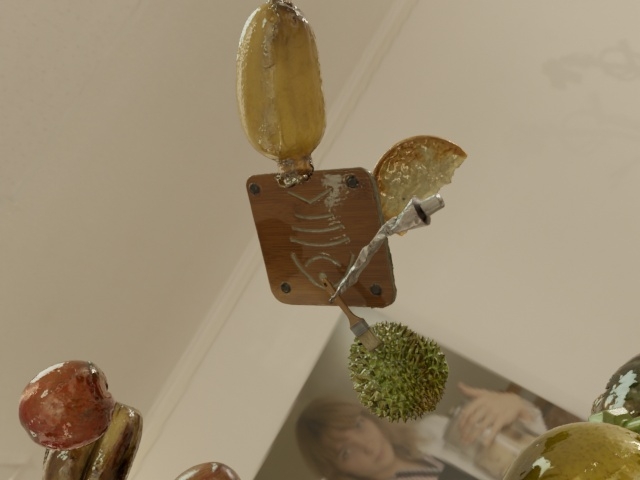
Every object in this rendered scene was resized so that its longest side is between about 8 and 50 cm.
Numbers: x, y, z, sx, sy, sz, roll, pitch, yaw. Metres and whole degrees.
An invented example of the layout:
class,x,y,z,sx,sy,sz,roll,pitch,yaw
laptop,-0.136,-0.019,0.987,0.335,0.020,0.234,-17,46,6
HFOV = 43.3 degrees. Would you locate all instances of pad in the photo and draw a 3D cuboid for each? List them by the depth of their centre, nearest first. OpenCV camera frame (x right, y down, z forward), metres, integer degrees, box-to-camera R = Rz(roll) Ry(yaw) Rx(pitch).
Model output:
class,x,y,z,sx,sy,sz,roll,pitch,yaw
pad,0.000,0.000,1.566,0.018,0.287,0.284,-39,-58,-53

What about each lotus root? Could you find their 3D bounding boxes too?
class,x,y,z,sx,sy,sz,roll,pitch,yaw
lotus root,-0.064,-0.240,1.294,0.146,0.131,0.303,-11,-76,-24
lotus root,-0.504,0.472,1.751,0.193,0.193,0.290,82,-158,-62

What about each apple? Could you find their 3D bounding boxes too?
class,x,y,z,sx,sy,sz,roll,pitch,yaw
apple,-0.262,0.627,1.877,0.188,0.211,0.211,-24,-32,-19

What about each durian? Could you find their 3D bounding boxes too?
class,x,y,z,sx,sy,sz,roll,pitch,yaw
durian,0.150,0.264,1.654,0.237,0.177,0.200,-137,56,-73

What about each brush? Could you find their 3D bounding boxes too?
class,x,y,z,sx,sy,sz,roll,pitch,yaw
brush,0.055,0.140,1.544,0.014,0.170,0.043,-32,-8,-47

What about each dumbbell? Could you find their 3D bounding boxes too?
class,x,y,z,sx,sy,sz,roll,pitch,yaw
dumbbell,0.663,0.361,1.588,0.121,0.108,0.302,-2,-24,-31

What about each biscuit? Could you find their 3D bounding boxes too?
class,x,y,z,sx,sy,sz,roll,pitch,yaw
biscuit,0.252,-0.179,2.281,0.309,0.205,0.040,-52,10,17

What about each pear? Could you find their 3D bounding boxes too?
class,x,y,z,sx,sy,sz,roll,pitch,yaw
pear,0.437,0.478,1.486,0.386,0.191,0.340,-49,5,18

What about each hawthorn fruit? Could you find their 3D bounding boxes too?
class,x,y,z,sx,sy,sz,roll,pitch,yaw
hawthorn fruit,-0.473,0.311,1.504,0.173,0.173,0.173,-53,-19,-28

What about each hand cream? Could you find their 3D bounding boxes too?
class,x,y,z,sx,sy,sz,roll,pitch,yaw
hand cream,0.102,0.008,1.301,0.257,0.050,0.084,-45,-2,33

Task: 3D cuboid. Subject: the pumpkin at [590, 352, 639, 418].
class,x,y,z,sx,sy,sz,roll,pitch,yaw
pumpkin,0.864,0.489,2.052,0.454,0.344,0.454,-27,-53,-44
